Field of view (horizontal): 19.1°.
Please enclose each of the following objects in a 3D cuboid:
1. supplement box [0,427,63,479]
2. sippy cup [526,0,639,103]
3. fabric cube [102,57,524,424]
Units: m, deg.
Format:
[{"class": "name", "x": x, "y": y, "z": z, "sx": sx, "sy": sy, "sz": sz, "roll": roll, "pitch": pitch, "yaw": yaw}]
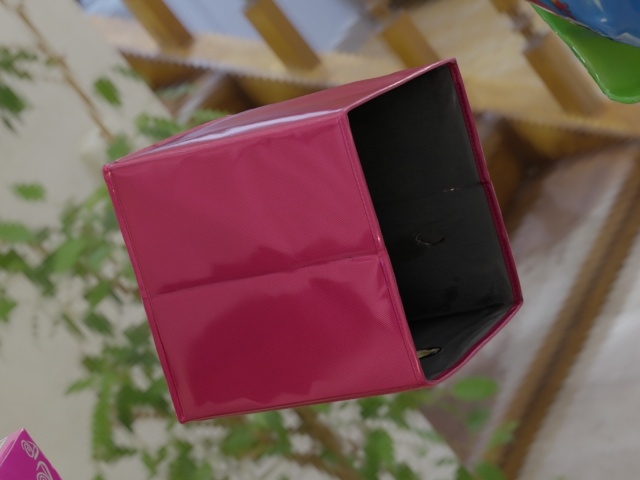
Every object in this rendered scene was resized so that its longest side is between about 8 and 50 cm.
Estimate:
[{"class": "supplement box", "x": -0.304, "y": 0.263, "z": 1.526, "sx": 0.220, "sy": 0.111, "sz": 0.114, "roll": -30, "pitch": 13, "yaw": 17}, {"class": "sippy cup", "x": 0.164, "y": -0.230, "z": 1.125, "sx": 0.240, "sy": 0.305, "sz": 0.224, "roll": -56, "pitch": 40, "yaw": 12}, {"class": "fabric cube", "x": 0.000, "y": 0.000, "z": 1.751, "sx": 0.258, "sy": 0.259, "sz": 0.254, "roll": -12, "pitch": 10, "yaw": 28}]
